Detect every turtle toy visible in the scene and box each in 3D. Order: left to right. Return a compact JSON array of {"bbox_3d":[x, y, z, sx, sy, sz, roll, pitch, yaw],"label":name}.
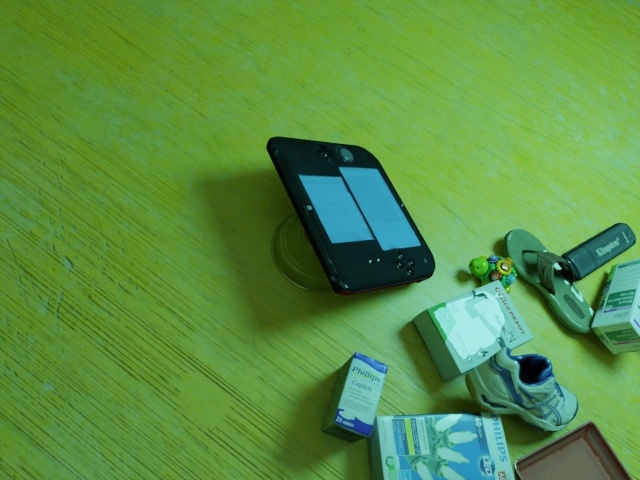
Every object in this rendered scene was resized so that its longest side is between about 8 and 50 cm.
[{"bbox_3d":[0.416,0.073,1.145,0.130,0.066,0.095,8,61,-9],"label":"turtle toy"}]

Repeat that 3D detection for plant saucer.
[{"bbox_3d":[0.517,0.517,0.917,0.258,0.047,0.259,-9,59,-29],"label":"plant saucer"}]

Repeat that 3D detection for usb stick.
[{"bbox_3d":[0.736,0.026,1.254,0.278,0.045,0.077,-23,72,-26],"label":"usb stick"}]

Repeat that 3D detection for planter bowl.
[{"bbox_3d":[0.000,0.000,1.072,0.217,0.090,0.217,5,62,-10],"label":"planter bowl"}]

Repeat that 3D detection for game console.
[{"bbox_3d":[0.080,-0.067,1.062,0.342,0.060,0.386,-1,58,-47],"label":"game console"}]

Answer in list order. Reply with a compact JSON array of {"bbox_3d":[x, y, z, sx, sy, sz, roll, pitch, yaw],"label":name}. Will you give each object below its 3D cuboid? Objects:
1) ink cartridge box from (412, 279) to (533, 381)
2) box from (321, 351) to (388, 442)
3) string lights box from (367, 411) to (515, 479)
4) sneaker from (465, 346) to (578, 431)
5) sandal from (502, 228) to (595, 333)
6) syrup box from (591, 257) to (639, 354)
[{"bbox_3d":[0.337,0.196,1.050,0.208,0.087,0.153,-18,69,-22],"label":"ink cartridge box"},{"bbox_3d":[0.065,0.302,0.907,0.072,0.126,0.137,21,60,0],"label":"box"},{"bbox_3d":[0.227,0.408,0.918,0.260,0.076,0.133,2,61,-13],"label":"string lights box"},{"bbox_3d":[0.440,0.299,0.957,0.296,0.131,0.112,19,32,-26],"label":"sneaker"},{"bbox_3d":[0.577,0.086,1.165,0.120,0.086,0.302,-30,73,-25],"label":"sandal"},{"bbox_3d":[0.750,0.154,1.143,0.096,0.093,0.237,48,55,-6],"label":"syrup box"}]
